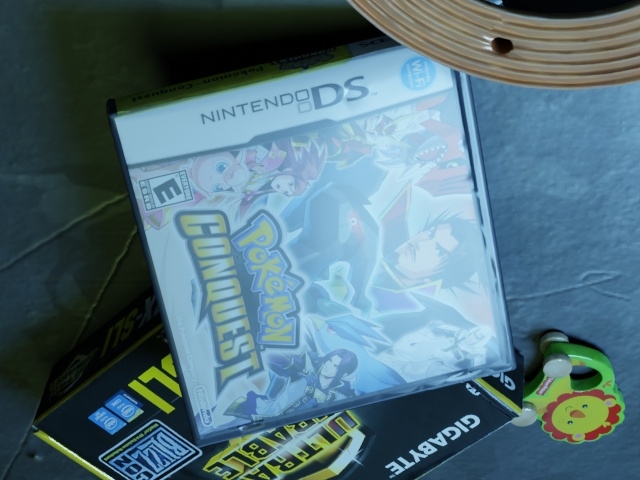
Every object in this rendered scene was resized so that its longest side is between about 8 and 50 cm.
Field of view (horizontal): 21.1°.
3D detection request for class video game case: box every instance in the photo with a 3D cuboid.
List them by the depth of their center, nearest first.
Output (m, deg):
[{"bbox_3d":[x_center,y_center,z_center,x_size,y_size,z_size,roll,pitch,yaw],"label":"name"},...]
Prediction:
[{"bbox_3d":[0.000,0.000,1.228,0.248,0.035,0.274,-14,116,-3],"label":"video game case"}]

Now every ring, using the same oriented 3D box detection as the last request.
[{"bbox_3d":[0.140,-0.228,1.027,0.337,0.032,0.336,7,135,7],"label":"ring"}]

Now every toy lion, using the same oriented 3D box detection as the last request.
[{"bbox_3d":[0.207,0.126,1.400,0.096,0.034,0.100,15,131,-14],"label":"toy lion"}]

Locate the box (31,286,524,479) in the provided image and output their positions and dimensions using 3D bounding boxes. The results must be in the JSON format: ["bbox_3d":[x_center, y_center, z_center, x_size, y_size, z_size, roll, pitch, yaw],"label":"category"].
[{"bbox_3d":[-0.038,0.124,1.400,0.257,0.079,0.322,39,125,-21],"label":"box"}]

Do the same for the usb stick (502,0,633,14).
[{"bbox_3d":[0.249,-0.196,1.101,0.278,0.045,0.077,-11,129,17],"label":"usb stick"}]
